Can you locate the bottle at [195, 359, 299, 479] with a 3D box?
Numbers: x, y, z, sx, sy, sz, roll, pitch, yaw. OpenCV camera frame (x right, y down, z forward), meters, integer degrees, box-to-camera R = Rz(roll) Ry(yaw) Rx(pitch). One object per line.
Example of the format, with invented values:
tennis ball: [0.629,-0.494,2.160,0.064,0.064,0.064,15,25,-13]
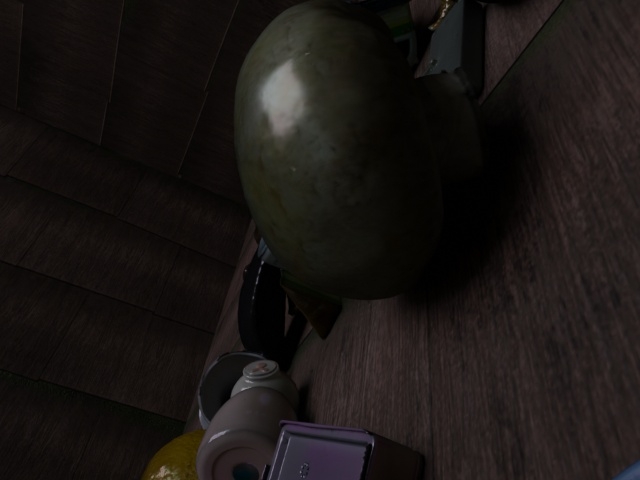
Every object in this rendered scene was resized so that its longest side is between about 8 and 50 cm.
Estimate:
bottle: [-0.096,0.287,0.876,0.236,0.148,0.147,-78,13,-71]

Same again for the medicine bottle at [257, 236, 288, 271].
medicine bottle: [0.000,0.000,0.886,0.135,0.169,0.135,-158,90,-77]

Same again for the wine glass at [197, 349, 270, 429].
wine glass: [-0.165,0.322,1.100,0.196,0.165,0.164,116,171,-57]

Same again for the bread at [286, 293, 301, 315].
bread: [-0.041,0.114,1.153,0.106,0.053,0.072,133,134,-65]

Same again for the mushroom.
mushroom: [0.044,-0.103,0.632,0.352,0.260,0.352,-14,-90,-81]

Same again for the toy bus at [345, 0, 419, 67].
toy bus: [0.112,-0.428,1.167,0.276,0.134,0.164,-101,-7,-71]

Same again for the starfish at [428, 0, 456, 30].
starfish: [0.279,-0.549,0.906,0.358,0.078,0.347,-44,23,62]

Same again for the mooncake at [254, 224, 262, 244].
mooncake: [-0.003,-0.120,1.086,0.324,0.187,0.323,-160,90,-78]

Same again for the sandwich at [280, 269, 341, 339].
sandwich: [-0.032,0.106,0.959,0.074,0.117,0.074,-92,28,-65]

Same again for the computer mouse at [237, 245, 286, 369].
computer mouse: [-0.123,0.140,1.165,0.170,0.100,0.269,-154,66,-80]

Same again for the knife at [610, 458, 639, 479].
knife: [0.201,0.074,0.232,0.044,0.019,0.313,-96,30,-51]

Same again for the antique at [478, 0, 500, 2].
antique: [0.173,-0.420,0.739,0.129,0.224,0.278,-57,25,21]

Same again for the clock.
clock: [0.006,0.260,0.548,0.192,0.071,0.146,-25,43,57]

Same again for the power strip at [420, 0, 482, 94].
power strip: [0.176,-0.251,0.825,0.145,0.061,0.215,-52,19,50]

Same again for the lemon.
lemon: [-0.198,0.425,0.908,0.260,0.204,0.204,-103,37,-70]
